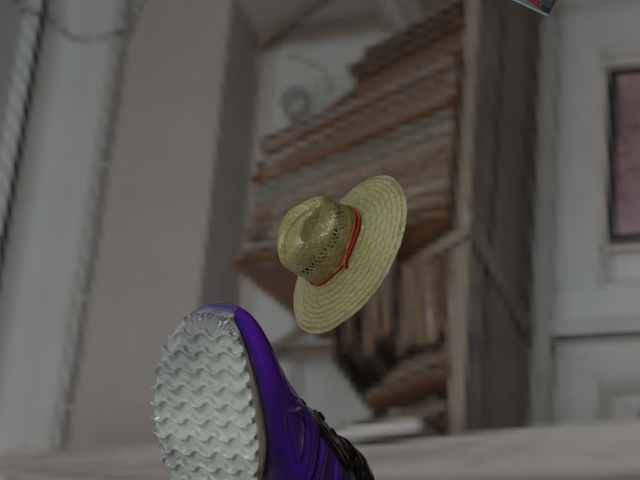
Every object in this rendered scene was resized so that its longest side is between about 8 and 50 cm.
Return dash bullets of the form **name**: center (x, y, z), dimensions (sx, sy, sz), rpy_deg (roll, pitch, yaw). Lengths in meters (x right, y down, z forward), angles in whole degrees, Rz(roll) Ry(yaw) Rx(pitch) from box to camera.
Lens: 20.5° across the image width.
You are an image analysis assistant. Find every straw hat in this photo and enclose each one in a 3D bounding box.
- **straw hat**: center (0.000, 0.000, 1.410), dimensions (0.061, 0.144, 0.144), rpy_deg (28, -128, -27)

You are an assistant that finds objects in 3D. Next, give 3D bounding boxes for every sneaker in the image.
- **sneaker**: center (-0.029, 0.170, 1.340), dimensions (0.146, 0.102, 0.293), rpy_deg (-31, -66, -47)

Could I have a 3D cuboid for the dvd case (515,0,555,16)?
- **dvd case**: center (0.213, -0.294, 1.754), dimensions (0.013, 0.087, 0.119), rpy_deg (64, -129, -86)
